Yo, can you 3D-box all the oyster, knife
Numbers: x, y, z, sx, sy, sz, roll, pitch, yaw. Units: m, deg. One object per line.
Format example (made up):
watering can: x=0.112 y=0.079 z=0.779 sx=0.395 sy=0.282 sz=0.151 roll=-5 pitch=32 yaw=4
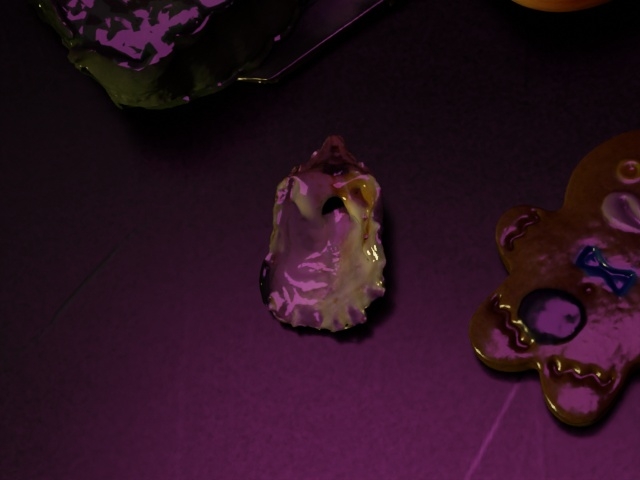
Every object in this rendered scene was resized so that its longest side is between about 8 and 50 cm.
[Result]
oyster: x=0.000 y=0.000 z=1.259 sx=0.122 sy=0.045 sz=0.146 roll=-32 pitch=73 yaw=-7
knife: x=0.023 y=-0.191 z=1.350 sx=0.230 sy=0.028 sz=0.060 roll=-35 pitch=54 yaw=-2

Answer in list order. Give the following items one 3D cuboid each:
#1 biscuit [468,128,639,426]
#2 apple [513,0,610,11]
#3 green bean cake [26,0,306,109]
biscuit: x=0.214 y=0.017 z=1.218 sx=0.180 sy=0.039 sz=0.236 roll=34 pitch=76 yaw=22
apple: x=0.191 y=-0.264 z=1.266 sx=0.199 sy=0.199 sz=0.199 roll=-4 pitch=67 yaw=9
green bean cake: x=-0.133 y=-0.227 z=1.336 sx=0.222 sy=0.125 sz=0.227 roll=-40 pitch=66 yaw=-8
